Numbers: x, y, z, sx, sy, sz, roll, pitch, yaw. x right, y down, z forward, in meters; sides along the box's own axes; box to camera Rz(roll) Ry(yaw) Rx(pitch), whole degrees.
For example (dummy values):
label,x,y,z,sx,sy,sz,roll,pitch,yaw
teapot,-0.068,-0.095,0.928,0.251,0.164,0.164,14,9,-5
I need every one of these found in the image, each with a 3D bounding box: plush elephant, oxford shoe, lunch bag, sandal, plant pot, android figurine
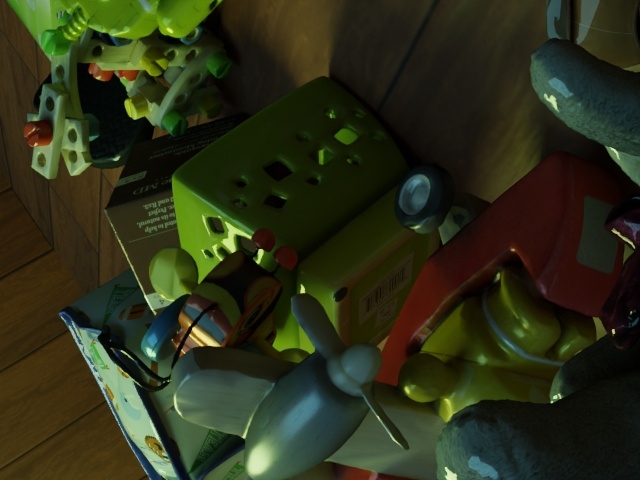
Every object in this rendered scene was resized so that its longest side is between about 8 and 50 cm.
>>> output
label,x,y,z,sx,sy,sz,roll,pitch,yaw
plush elephant,0.223,-0.027,0.516,0.272,0.330,0.255,-53,48,52
oxford shoe,0.182,-0.208,0.596,0.076,0.076,0.212,5,127,25
lunch bag,-0.134,0.200,1.381,0.239,0.327,0.386,23,137,51
sandal,-0.345,-0.210,1.546,0.107,0.167,0.445,43,176,-35
plant pot,0.000,0.000,1.005,0.207,0.228,0.227,37,148,29
android figurine,-0.188,-0.321,0.962,0.248,0.273,0.056,56,-159,7

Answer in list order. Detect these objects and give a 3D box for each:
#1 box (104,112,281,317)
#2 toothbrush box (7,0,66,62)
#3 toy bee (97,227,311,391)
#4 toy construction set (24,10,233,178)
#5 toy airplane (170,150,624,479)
label,x,y,z,sx,sy,sz,roll,pitch,yaw
box,-0.154,-0.037,1.222,0.203,0.168,0.167,-89,-18,-62
toothbrush box,-0.398,-0.431,1.373,0.206,0.122,0.283,53,155,11
toy bee,-0.073,0.076,0.861,0.195,0.162,0.298,41,174,-9
toy construction set,-0.236,-0.202,1.143,0.151,0.327,0.215,40,124,10
toy airplane,0.108,0.158,0.772,0.272,0.386,0.384,47,158,53
